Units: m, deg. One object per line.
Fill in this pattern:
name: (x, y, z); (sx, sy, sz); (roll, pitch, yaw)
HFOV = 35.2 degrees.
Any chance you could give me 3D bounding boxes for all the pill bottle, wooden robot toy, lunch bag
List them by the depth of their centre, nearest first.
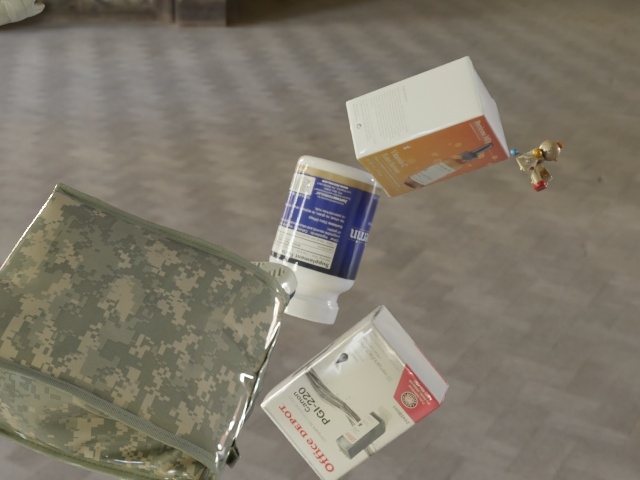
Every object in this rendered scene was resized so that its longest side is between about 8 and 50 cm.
lunch bag: (-0.192, 0.110, 1.029); (0.287, 0.169, 0.235); (21, 49, 0)
wooden robot toy: (0.377, -0.132, 1.694); (0.079, 0.076, 0.173); (-33, -12, 14)
pill bottle: (0.000, 0.000, 1.711); (0.153, 0.264, 0.153); (17, 2, -1)

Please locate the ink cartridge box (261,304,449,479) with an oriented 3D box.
ink cartridge box: (0.049, 0.224, 1.451); (0.158, 0.218, 0.092); (50, 19, 0)

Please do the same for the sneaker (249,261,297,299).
sneaker: (-0.171, 0.154, 1.280); (0.350, 0.148, 0.131); (-28, 27, -21)

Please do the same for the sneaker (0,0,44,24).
sneaker: (-0.350, -0.321, 1.119); (0.121, 0.099, 0.262); (-6, 53, -5)

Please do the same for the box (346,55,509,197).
box: (0.140, -0.143, 1.305); (0.171, 0.130, 0.091); (-18, 62, 19)
